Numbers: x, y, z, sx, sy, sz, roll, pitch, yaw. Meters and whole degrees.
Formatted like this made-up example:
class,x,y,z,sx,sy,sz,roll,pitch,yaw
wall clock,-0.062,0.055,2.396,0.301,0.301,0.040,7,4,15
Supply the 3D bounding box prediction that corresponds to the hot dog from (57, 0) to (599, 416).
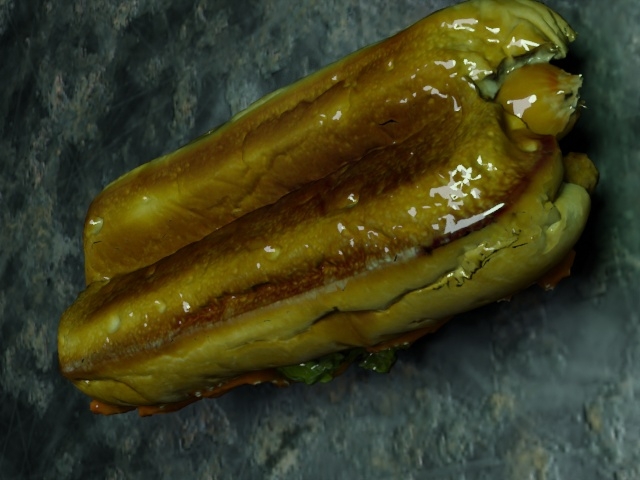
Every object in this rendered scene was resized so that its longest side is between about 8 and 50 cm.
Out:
class,x,y,z,sx,sy,sz,roll,pitch,yaw
hot dog,0.000,0.000,0.786,0.349,0.117,0.158,-25,48,38
